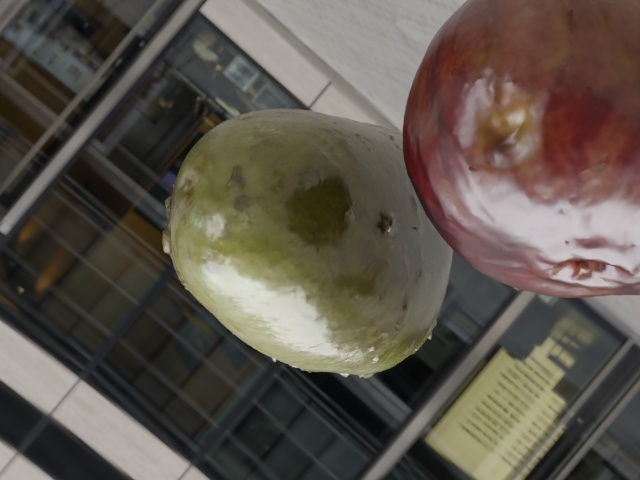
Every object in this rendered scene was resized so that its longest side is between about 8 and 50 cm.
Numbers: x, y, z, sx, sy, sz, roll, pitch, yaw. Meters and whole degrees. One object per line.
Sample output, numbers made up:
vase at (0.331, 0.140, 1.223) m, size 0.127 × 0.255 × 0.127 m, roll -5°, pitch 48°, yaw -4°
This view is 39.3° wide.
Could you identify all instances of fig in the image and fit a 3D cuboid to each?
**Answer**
fig at (0.154, -0.091, 0.499) m, size 0.203 × 0.250 × 0.186 m, roll 7°, pitch 147°, yaw 9°

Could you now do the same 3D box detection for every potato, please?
potato at (0.000, 0.000, 0.690) m, size 0.173 × 0.210 × 0.307 m, roll 2°, pitch 175°, yaw 29°
